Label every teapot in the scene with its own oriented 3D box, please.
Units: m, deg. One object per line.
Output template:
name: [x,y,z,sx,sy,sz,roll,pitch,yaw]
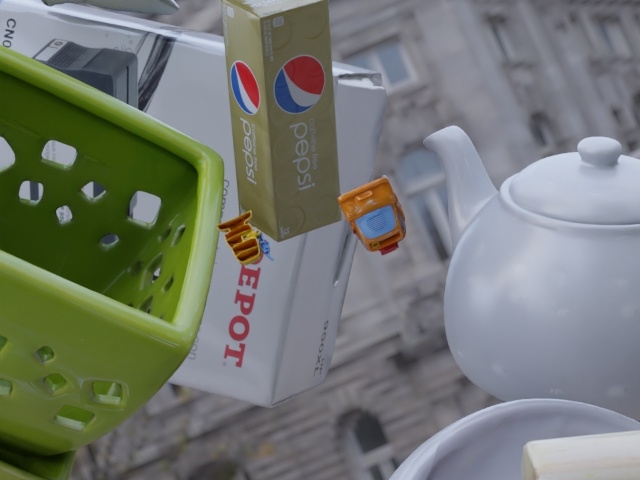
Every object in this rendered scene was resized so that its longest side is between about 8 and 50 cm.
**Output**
teapot: [0.217,0.013,1.466,0.256,0.187,0.252,-1,22,-4]

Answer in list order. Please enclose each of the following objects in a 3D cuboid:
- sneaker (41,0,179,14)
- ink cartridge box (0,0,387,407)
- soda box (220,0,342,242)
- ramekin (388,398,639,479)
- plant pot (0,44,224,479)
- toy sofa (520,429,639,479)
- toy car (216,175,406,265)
sneaker: [-0.128,-0.287,1.481,0.129,0.111,0.297,12,-36,-17]
ink cartridge box: [-0.171,-0.046,1.638,0.394,0.286,0.166,13,8,14]
soda box: [-0.028,-0.095,1.414,0.061,0.181,0.058,-20,30,-28]
ramekin: [0.106,0.224,0.947,0.273,0.273,0.127,-15,-14,-37]
plant pot: [-0.215,0.028,1.295,0.207,0.227,0.228,-55,17,32]
toy sofa: [0.119,0.115,0.650,0.150,0.177,0.362,-6,-14,-4]
toy car: [0.000,0.000,1.157,0.122,0.041,0.060,-18,-23,-13]
